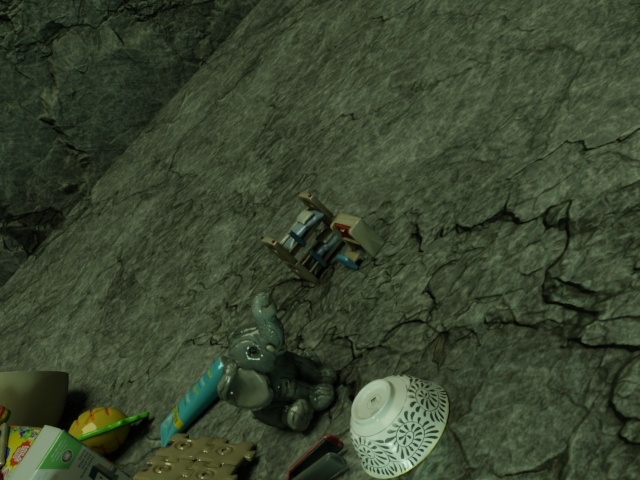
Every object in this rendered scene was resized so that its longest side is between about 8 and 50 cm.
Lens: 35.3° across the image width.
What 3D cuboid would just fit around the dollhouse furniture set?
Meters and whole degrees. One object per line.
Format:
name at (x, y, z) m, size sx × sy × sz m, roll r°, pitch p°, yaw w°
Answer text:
dollhouse furniture set at (0.000, 0.000, 1.933) m, size 0.129 × 0.129 × 0.184 m, roll -52°, pitch 27°, yaw -12°

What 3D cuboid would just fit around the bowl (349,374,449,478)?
bowl at (0.098, 0.257, 1.484) m, size 0.170 × 0.080 × 0.170 m, roll -36°, pitch 28°, yaw 22°

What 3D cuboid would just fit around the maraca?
maraca at (-0.439, 0.388, 2.068) m, size 0.186 × 0.099 × 0.127 m, roll -23°, pitch -4°, yaw 18°

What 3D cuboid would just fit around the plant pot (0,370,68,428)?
plant pot at (-0.722, 0.411, 2.314) m, size 0.284 × 0.284 × 0.190 m, roll -18°, pitch 72°, yaw 44°

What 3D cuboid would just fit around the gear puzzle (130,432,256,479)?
gear puzzle at (-0.235, 0.416, 1.624) m, size 0.176 × 0.044 × 0.339 m, roll 2°, pitch 19°, yaw 20°

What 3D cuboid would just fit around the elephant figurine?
elephant figurine at (-0.099, 0.199, 1.672) m, size 0.186 × 0.239 × 0.169 m, roll -49°, pitch 26°, yaw -4°

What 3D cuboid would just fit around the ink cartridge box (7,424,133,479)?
ink cartridge box at (-0.452, 0.466, 1.844) m, size 0.093 × 0.219 × 0.160 m, roll -4°, pitch 49°, yaw 51°

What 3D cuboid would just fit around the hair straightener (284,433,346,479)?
hair straightener at (-0.051, 0.396, 1.542) m, size 0.230 × 0.047 × 0.089 m, roll -40°, pitch 27°, yaw 14°

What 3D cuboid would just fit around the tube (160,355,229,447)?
tube at (-0.242, 0.312, 1.952) m, size 0.207 × 0.052 × 0.080 m, roll -47°, pitch 19°, yaw 11°

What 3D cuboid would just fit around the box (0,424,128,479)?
box at (-0.576, 0.535, 1.979) m, size 0.279 × 0.177 × 0.290 m, roll -10°, pitch 44°, yaw 49°

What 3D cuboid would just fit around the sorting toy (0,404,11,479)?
sorting toy at (-0.693, 0.444, 2.022) m, size 0.132 × 0.046 × 0.274 m, roll -42°, pitch 27°, yaw 9°
